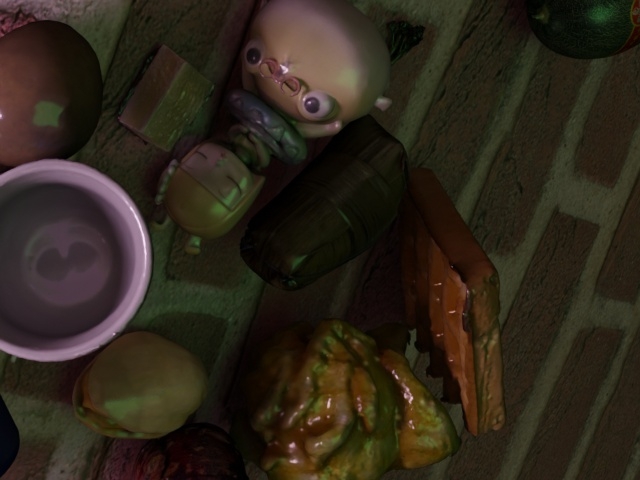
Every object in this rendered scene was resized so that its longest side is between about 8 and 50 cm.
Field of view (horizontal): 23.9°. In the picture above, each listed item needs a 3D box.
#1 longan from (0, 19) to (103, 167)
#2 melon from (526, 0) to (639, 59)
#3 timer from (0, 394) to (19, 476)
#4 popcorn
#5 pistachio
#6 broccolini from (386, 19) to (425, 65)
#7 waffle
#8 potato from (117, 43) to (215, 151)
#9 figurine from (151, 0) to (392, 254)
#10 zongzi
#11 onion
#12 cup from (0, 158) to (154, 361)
[{"bbox_3d":[-0.336,-0.167,1.758,0.189,0.189,0.189,-21,123,-36],"label":"longan"},{"bbox_3d":[0.434,-0.376,2.378,0.288,0.182,0.182,-22,124,-33],"label":"melon"},{"bbox_3d":[-0.517,0.108,1.697,0.270,0.270,0.383,-25,110,-33],"label":"timer"},{"bbox_3d":[0.040,0.247,2.211,0.321,0.326,0.290,-67,158,-8],"label":"popcorn"},{"bbox_3d":[-0.249,0.199,2.065,0.200,0.117,0.145,-3,74,-35],"label":"pistachio"},{"bbox_3d":[0.078,-0.250,2.204,0.194,0.054,0.052,-45,153,-16],"label":"broccolini"},{"bbox_3d":[0.191,0.086,2.267,0.077,0.348,0.304,-12,124,-9],"label":"waffle"},{"bbox_3d":[-0.200,-0.180,1.957,0.086,0.061,0.122,34,86,-49],"label":"potato"},{"bbox_3d":[-0.069,-0.143,2.040,0.394,0.226,0.274,-51,165,-4],"label":"figurine"},{"bbox_3d":[0.000,0.000,2.146,0.286,0.138,0.300,-45,166,-26],"label":"zongzi"},{"bbox_3d":[-0.181,0.378,2.134,0.190,0.246,0.246,-11,120,-13],"label":"onion"},{"bbox_3d":[-0.349,0.018,1.795,0.301,0.257,0.227,17,84,-6],"label":"cup"}]
